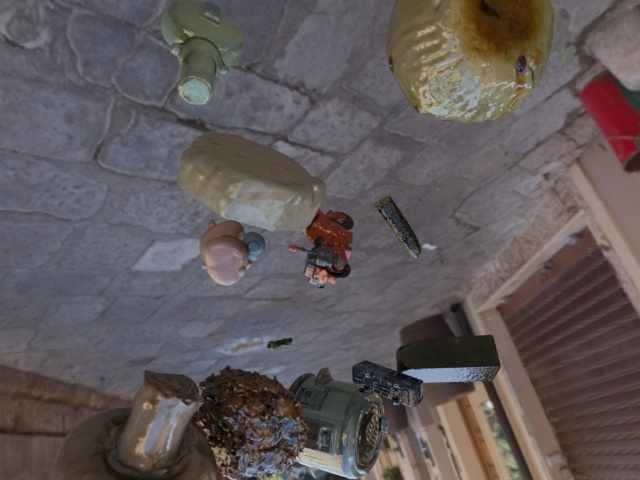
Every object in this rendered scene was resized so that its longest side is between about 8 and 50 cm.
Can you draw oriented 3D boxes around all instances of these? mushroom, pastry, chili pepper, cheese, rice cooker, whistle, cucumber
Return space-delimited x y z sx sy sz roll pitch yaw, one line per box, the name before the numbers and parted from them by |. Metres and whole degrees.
mushroom | -0.323 0.385 0.890 0.298 0.298 0.289 7 104 -45
pastry | 0.329 -0.458 1.156 0.389 0.388 0.313 -9 -174 -20
chili pepper | -0.126 0.314 1.502 0.091 0.030 0.034 -4 145 -40
cheese | -0.149 -0.134 1.105 0.327 0.318 0.115 18 112 -18
pastry | -0.162 0.405 1.074 0.275 0.275 0.193 -42 -172 45
rice cooker | 0.021 0.517 1.396 0.317 0.316 0.264 -29 165 26
whistle | -0.172 -0.283 0.719 0.126 0.258 0.067 17 131 -23
cucumber | 0.238 -0.034 1.472 0.052 0.214 0.058 -43 -166 -32

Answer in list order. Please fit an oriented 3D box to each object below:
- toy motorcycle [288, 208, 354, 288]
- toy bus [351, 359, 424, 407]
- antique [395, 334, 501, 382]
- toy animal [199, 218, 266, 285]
toy motorcycle | 0.000 0.000 1.648 0.222 0.325 0.147 12 135 -5
toy bus | 0.143 0.303 1.057 0.166 0.047 0.065 10 -163 42
antique | 0.280 0.268 1.116 0.221 0.080 0.081 -1 141 1
toy animal | -0.332 0.050 1.736 0.230 0.209 0.221 0 -156 26
